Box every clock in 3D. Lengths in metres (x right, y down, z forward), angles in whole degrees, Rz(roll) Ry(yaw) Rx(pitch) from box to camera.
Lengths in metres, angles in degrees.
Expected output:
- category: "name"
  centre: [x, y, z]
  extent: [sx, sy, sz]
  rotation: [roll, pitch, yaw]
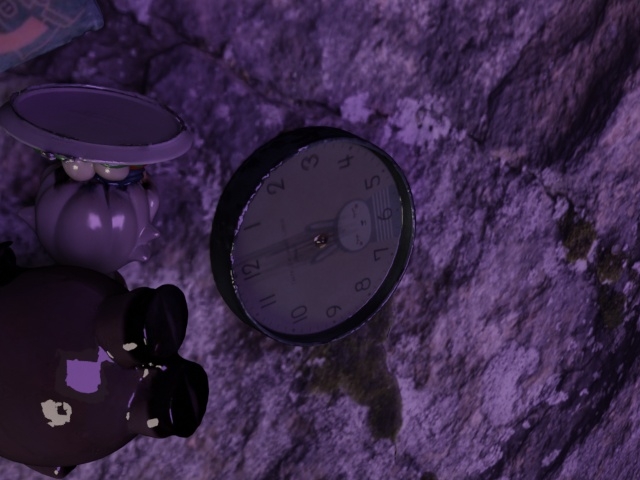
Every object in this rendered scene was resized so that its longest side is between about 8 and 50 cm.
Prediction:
- category: "clock"
  centre: [0.000, 0.000, 0.649]
  extent: [0.214, 0.042, 0.215]
  rotation: [-12, 114, -29]

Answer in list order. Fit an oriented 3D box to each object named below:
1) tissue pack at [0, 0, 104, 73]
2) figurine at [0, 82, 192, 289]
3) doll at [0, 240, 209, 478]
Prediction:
- category: "tissue pack"
  centre: [-0.288, -0.150, 0.322]
  extent: [0.315, 0.103, 0.228]
  rotation: [-33, 146, -20]
- category: "figurine"
  centre: [-0.168, -0.022, 0.492]
  extent: [0.132, 0.132, 0.154]
  rotation: [-3, 122, -33]
- category: "doll"
  centre: [-0.205, 0.089, 0.447]
  extent: [0.257, 0.117, 0.182]
  rotation: [-6, 108, 11]
